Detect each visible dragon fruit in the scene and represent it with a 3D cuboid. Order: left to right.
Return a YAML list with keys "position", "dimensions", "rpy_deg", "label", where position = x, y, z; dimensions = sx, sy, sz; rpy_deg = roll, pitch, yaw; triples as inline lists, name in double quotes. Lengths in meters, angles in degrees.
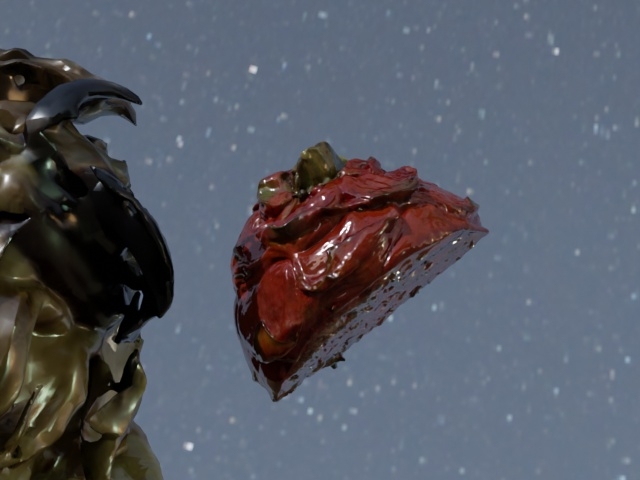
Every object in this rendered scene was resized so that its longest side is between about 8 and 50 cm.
- position: [0.000, 0.000, 0.796]
  dimensions: [0.162, 0.106, 0.083]
  rpy_deg: [-39, -19, 3]
  label: "dragon fruit"

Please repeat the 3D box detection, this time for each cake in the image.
- position: [-0.210, 0.042, 0.780]
  dimensions: [0.332, 0.332, 0.321]
  rpy_deg: [29, -83, -17]
  label: "cake"
